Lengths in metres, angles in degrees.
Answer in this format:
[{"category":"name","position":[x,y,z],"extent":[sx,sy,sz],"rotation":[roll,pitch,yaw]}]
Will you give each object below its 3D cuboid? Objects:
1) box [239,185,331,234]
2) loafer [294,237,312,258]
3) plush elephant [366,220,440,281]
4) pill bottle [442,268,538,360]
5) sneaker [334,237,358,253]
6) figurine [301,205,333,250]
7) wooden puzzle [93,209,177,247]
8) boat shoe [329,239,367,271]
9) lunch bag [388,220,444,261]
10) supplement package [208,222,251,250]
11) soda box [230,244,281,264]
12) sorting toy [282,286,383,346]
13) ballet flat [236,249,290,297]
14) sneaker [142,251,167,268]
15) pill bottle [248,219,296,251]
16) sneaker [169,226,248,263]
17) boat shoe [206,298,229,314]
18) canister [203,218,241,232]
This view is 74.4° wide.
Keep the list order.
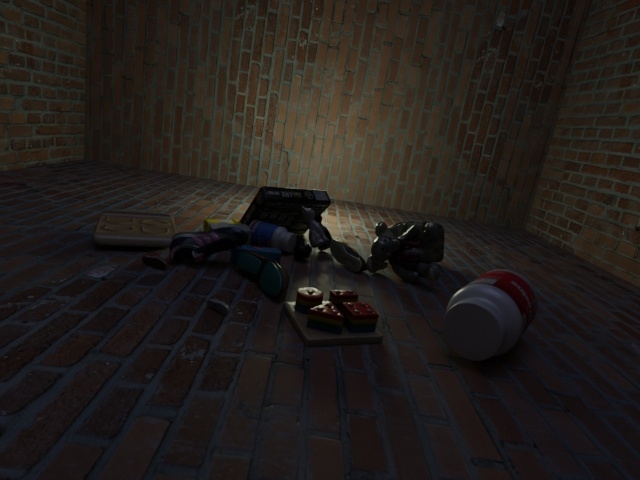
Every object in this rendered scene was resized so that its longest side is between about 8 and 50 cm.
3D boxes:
[{"category":"box","position":[-0.186,-0.144,2.203],"extent":[0.394,0.318,0.097],"rotation":[-2,58,-36]},{"category":"loafer","position":[-0.081,0.042,2.016],"extent":[0.078,0.076,0.223],"rotation":[30,8,-7]},{"category":"plush elephant","position":[0.349,0.044,1.916],"extent":[0.255,0.272,0.330],"rotation":[17,-19,-28]},{"category":"pill bottle","position":[0.551,0.237,1.372],"extent":[0.228,0.229,0.407],"rotation":[19,19,33]},{"category":"sneaker","position":[0.116,0.046,2.075],"extent":[0.064,0.068,0.175],"rotation":[0,35,-36]},{"category":"figurine","position":[-0.022,-0.067,2.086],"extent":[0.092,0.210,0.215],"rotation":[-25,-13,11]},{"category":"wooden puzzle","position":[-0.807,-0.038,1.856],"extent":[0.321,0.081,0.348],"rotation":[2,21,-24]},{"category":"boat shoe","position":[0.129,0.072,1.977],"extent":[0.079,0.084,0.233],"rotation":[0,30,-44]},{"category":"lunch bag","position":[0.474,0.007,2.207],"extent":[0.255,0.213,0.305],"rotation":[-1,-2,40]},{"category":"supplement package","position":[-0.421,-0.017,1.943],"extent":[0.179,0.105,0.105],"rotation":[2,16,-23]},{"category":"soda box","position":[-0.275,0.065,1.796],"extent":[0.209,0.071,0.067],"rotation":[7,16,-10]},{"category":"sorting toy","position":[0.038,0.229,1.352],"extent":[0.255,0.090,0.257],"rotation":[3,17,-23]},{"category":"ballet flat","position":[-0.192,0.129,1.593],"extent":[0.124,0.116,0.342],"rotation":[22,0,-41]},{"category":"sneaker","position":[-0.614,0.075,1.610],"extent":[0.118,0.042,0.067],"rotation":[14,19,24]},{"category":"pill bottle","position":[-0.232,-0.017,2.022],"extent":[0.221,0.125,0.124],"rotation":[15,16,23]},{"category":"sneaker","position":[-0.445,0.032,1.678],"extent":[0.318,0.112,0.131],"rotation":[-9,45,6]},{"category":"boat shoe","position":[-0.315,0.206,1.332],"extent":[0.100,0.036,0.035],"rotation":[12,17,36]},{"category":"canister","position":[-0.498,-0.066,2.140],"extent":[0.169,0.074,0.126],"rotation":[0,18,-27]}]
